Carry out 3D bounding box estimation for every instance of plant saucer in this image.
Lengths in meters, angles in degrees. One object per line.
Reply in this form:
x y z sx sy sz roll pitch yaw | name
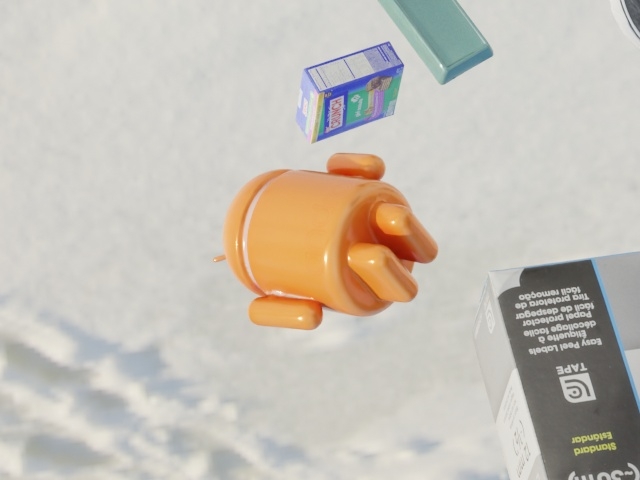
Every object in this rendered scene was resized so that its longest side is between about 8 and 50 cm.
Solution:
0.087 -0.240 1.683 0.067 0.192 0.018 -31 167 -20 | plant saucer

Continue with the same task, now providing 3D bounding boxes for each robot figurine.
0.001 -0.001 1.613 0.219 0.158 0.128 9 -169 41 | robot figurine

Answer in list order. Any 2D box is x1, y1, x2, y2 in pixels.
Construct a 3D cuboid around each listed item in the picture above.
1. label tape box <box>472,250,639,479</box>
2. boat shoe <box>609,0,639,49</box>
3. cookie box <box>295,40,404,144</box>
0.281 0.177 1.367 0.249 0.347 0.115 -7 147 -9 | label tape box
0.417 -0.345 2.161 0.108 0.102 0.301 -28 124 -15 | boat shoe
0.031 -0.161 1.920 0.107 0.040 0.092 -20 151 -19 | cookie box
